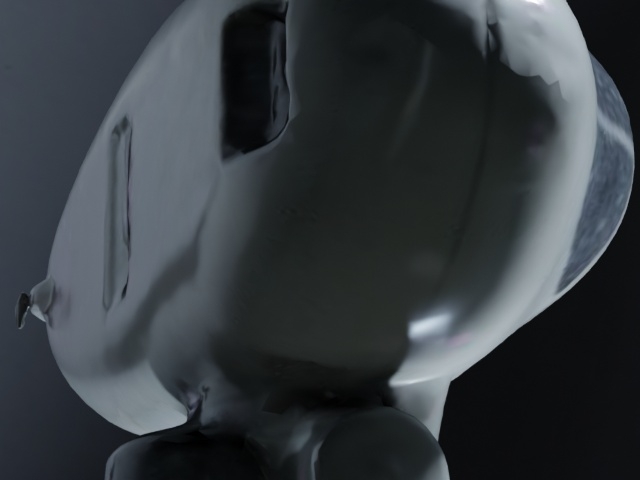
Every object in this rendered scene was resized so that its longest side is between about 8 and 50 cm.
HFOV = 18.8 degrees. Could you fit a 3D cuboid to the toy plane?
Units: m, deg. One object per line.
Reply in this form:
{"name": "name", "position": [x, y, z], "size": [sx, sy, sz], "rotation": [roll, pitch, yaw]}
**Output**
{"name": "toy plane", "position": [-0.004, 0.000, 0.471], "size": [0.118, 0.252, 0.252], "rotation": [4, 94, -16]}
